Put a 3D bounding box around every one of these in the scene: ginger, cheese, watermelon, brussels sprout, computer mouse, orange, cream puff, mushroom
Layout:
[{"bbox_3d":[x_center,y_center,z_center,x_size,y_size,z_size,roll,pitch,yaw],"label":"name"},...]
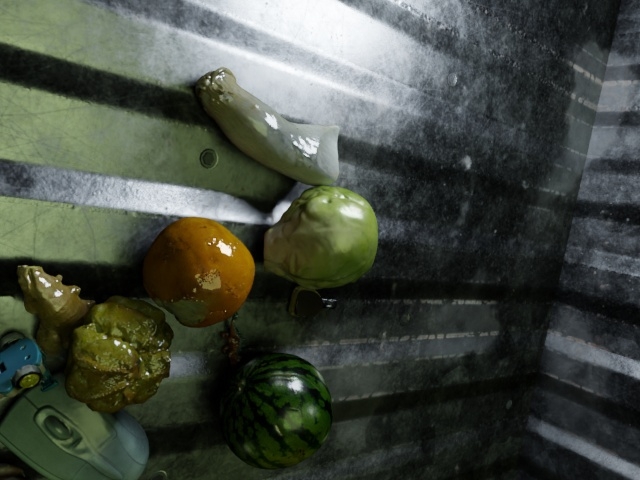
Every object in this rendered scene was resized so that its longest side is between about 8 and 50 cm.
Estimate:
[{"bbox_3d":[-0.522,0.132,1.071,0.115,0.081,0.205,-9,117,-6],"label":"ginger"},{"bbox_3d":[-0.015,0.176,1.519,0.163,0.036,0.086,11,91,-40],"label":"cheese"},{"bbox_3d":[-0.109,0.422,1.341,0.285,0.285,0.284,-10,107,-37],"label":"watermelon"},{"bbox_3d":[0.010,-0.006,1.361,0.317,0.273,0.242,3,60,-30],"label":"brussels sprout"},{"bbox_3d":[-0.502,0.427,1.138,0.188,0.122,0.370,-47,122,-21],"label":"computer mouse"},{"bbox_3d":[-0.263,0.067,1.161,0.240,0.240,0.239,-10,107,-37],"label":"orange"},{"bbox_3d":[-0.402,0.230,1.093,0.196,0.244,0.243,8,96,-13],"label":"cream puff"},{"bbox_3d":[-0.120,-0.260,1.276,0.397,0.126,0.177,20,67,-41],"label":"mushroom"}]

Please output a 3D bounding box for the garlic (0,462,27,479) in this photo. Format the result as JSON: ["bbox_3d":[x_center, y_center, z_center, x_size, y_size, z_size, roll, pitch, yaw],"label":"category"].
[{"bbox_3d":[-0.637,0.547,1.025,0.191,0.160,0.213,-3,100,-33],"label":"garlic"}]

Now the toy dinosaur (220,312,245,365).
[{"bbox_3d":[-0.219,0.252,1.362,0.055,0.049,0.154,-8,111,-35],"label":"toy dinosaur"}]

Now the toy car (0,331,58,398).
[{"bbox_3d":[-0.598,0.269,1.024,0.162,0.126,0.098,-37,139,-20],"label":"toy car"}]
